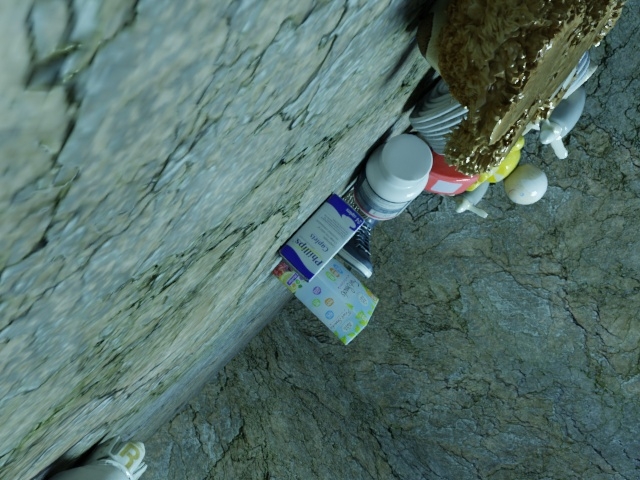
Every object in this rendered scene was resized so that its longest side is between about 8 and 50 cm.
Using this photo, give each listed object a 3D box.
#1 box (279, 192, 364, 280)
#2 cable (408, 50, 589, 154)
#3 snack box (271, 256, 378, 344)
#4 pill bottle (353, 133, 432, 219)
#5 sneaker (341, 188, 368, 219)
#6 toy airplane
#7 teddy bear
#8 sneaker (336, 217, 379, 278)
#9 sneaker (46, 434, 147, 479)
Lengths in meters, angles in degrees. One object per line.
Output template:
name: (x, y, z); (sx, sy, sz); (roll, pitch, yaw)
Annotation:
box: (0.000, 0.000, 0.867); (0.137, 0.072, 0.126); (-47, 177, -6)
cable: (0.259, -0.227, 0.747); (0.257, 0.089, 0.257); (-28, -161, 27)
snack box: (0.017, 0.098, 1.052); (0.070, 0.207, 0.174); (-46, 177, 17)
pill bottle: (0.124, -0.109, 0.860); (0.108, 0.108, 0.180); (-46, 176, -15)
sneaker: (0.045, -0.053, 1.034); (0.188, 0.066, 0.071); (-42, -166, 11)
toy airplane: (0.407, -0.206, 1.093); (0.384, 0.273, 0.386); (-35, 167, 20)
teddy bear: (0.188, -0.188, 0.474); (0.338, 0.113, 0.245); (-38, 156, -37)
sneaker: (0.096, -0.026, 1.094); (0.163, 0.086, 0.226); (-44, -149, 6)
sneaker: (-0.320, 0.345, 0.739); (0.292, 0.108, 0.169); (-38, -176, 36)
